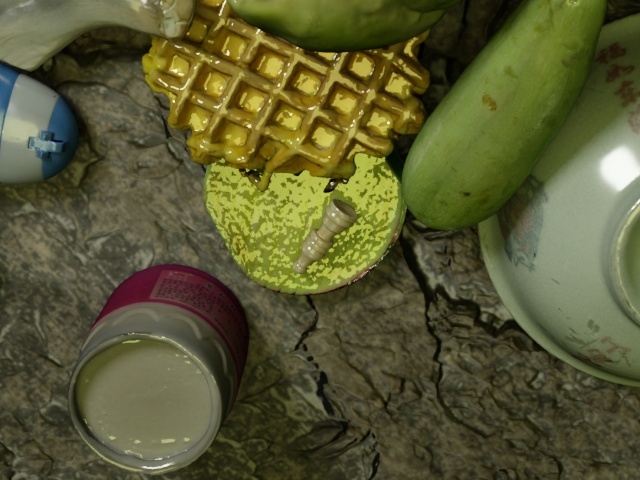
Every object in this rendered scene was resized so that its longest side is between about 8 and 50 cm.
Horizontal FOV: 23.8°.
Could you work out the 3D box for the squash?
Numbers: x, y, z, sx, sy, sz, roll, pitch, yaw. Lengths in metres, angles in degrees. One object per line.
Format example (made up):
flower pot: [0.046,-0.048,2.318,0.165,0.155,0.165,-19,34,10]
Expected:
squash: [0.191,-0.142,1.487,0.118,0.118,0.370,29,132,-5]

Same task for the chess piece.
chess piece: [0.000,0.000,1.642,0.035,0.035,0.092,35,110,-7]

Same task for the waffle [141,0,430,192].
waffle: [-0.037,-0.195,1.577,0.329,0.062,0.329,1,98,5]

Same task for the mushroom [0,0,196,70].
mushroom: [-0.251,-0.233,1.559,0.278,0.099,0.096,-7,87,23]

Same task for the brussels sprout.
brussels sprout: [0.010,-0.307,1.395,0.316,0.274,0.243,22,68,8]

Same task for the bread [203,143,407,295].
bread: [-0.016,-0.051,1.660,0.228,0.033,0.228,1,110,2]

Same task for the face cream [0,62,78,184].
face cream: [-0.389,-0.134,1.633,0.264,0.083,0.149,13,111,0]

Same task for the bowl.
bowl: [0.378,-0.011,1.557,0.434,0.196,0.435,1,108,4]

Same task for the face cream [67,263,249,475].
face cream: [-0.172,0.137,1.648,0.175,0.195,0.175,1,110,3]
